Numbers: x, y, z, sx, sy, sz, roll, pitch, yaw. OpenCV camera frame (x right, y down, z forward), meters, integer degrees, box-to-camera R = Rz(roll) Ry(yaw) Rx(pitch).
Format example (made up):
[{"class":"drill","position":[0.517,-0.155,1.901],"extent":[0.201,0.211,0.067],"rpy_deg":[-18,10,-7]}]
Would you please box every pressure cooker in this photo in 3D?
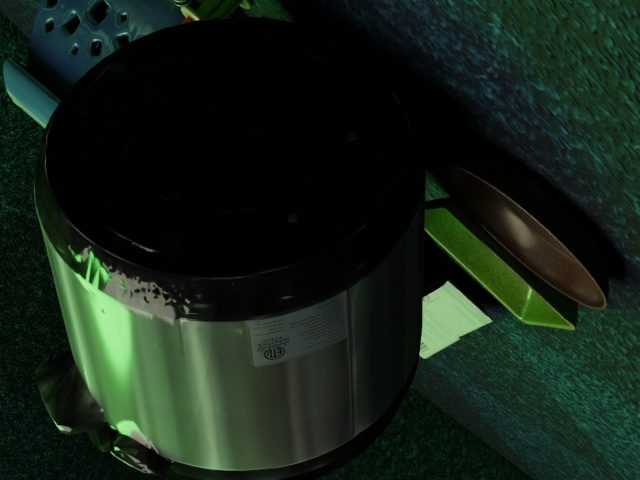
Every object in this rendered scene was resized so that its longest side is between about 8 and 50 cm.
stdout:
[{"class":"pressure cooker","position":[-0.082,0.042,1.577],"extent":[0.369,0.375,0.420],"rpy_deg":[12,141,14]}]

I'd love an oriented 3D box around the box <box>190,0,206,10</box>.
[{"class":"box","position":[-0.186,-0.330,1.682],"extent":[0.114,0.036,0.207],"rpy_deg":[39,173,25]}]

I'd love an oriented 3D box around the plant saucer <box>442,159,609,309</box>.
[{"class":"plant saucer","position":[0.198,-0.014,1.487],"extent":[0.198,0.036,0.198],"rpy_deg":[41,174,6]}]

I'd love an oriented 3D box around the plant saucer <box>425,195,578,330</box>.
[{"class":"plant saucer","position":[0.188,0.013,1.681],"extent":[0.188,0.045,0.188],"rpy_deg":[43,173,-6]}]

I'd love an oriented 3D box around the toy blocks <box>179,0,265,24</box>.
[{"class":"toy blocks","position":[-0.117,-0.190,1.696],"extent":[0.123,0.148,0.054],"rpy_deg":[44,173,-20]}]

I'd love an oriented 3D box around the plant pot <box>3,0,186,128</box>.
[{"class":"plant pot","position":[-0.214,-0.185,1.872],"extent":[0.236,0.212,0.236],"rpy_deg":[38,-178,33]}]

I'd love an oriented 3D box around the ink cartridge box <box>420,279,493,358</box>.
[{"class":"ink cartridge box","position":[0.096,0.021,2.187],"extent":[0.296,0.066,0.261],"rpy_deg":[42,157,-3]}]

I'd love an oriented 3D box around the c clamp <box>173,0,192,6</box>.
[{"class":"c clamp","position":[-0.171,-0.285,1.627],"extent":[0.137,0.022,0.161],"rpy_deg":[39,172,20]}]
